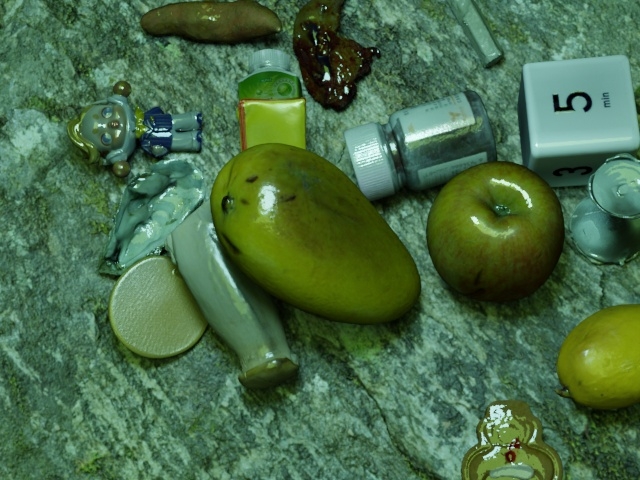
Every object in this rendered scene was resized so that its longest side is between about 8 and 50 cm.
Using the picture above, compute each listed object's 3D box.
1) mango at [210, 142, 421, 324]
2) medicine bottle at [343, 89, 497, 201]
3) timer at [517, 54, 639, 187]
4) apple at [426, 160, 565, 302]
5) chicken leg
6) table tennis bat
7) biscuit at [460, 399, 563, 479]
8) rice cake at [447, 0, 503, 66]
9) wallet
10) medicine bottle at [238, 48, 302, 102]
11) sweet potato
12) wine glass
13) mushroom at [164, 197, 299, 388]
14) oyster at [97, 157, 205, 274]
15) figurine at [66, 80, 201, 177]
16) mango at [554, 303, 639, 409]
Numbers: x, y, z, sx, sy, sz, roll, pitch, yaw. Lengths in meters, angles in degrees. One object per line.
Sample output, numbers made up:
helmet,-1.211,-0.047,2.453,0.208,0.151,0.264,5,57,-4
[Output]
mango,0.000,0.000,1.705,0.445,0.220,0.301,34,41,-19
medicine bottle,0.193,-0.182,1.798,0.273,0.165,0.165,-15,71,4
timer,0.484,-0.221,1.750,0.195,0.192,0.194,-3,72,8
apple,0.320,-0.021,1.686,0.264,0.264,0.264,-3,72,8
chicken leg,0.029,-0.430,1.956,0.177,0.083,0.322,-12,72,-5
table tennis bat,-0.286,0.084,1.828,0.198,0.050,0.321,32,72,-6
biscuit,0.340,0.433,1.642,0.186,0.044,0.295,-5,72,5
rice cake,0.313,-0.474,1.930,0.052,0.057,0.256,-24,71,-1
wallet,-0.093,-0.164,1.840,0.141,0.067,0.241,0,102,5
medicine bottle,-0.103,-0.295,1.920,0.132,0.088,0.188,-6,72,6
sweet potato,-0.223,-0.475,1.997,0.354,0.095,0.106,8,28,22
wine glass,0.536,-0.058,1.669,0.156,0.232,0.156,-3,72,9
mushroom,-0.172,0.091,1.760,0.154,0.137,0.407,-13,72,-33
oyster,-0.341,-0.044,1.875,0.199,0.087,0.252,4,100,-23
figurine,-0.386,-0.239,1.933,0.274,0.133,0.194,-22,87,-9
mango,0.555,0.200,1.651,0.317,0.119,0.176,-21,68,-8
